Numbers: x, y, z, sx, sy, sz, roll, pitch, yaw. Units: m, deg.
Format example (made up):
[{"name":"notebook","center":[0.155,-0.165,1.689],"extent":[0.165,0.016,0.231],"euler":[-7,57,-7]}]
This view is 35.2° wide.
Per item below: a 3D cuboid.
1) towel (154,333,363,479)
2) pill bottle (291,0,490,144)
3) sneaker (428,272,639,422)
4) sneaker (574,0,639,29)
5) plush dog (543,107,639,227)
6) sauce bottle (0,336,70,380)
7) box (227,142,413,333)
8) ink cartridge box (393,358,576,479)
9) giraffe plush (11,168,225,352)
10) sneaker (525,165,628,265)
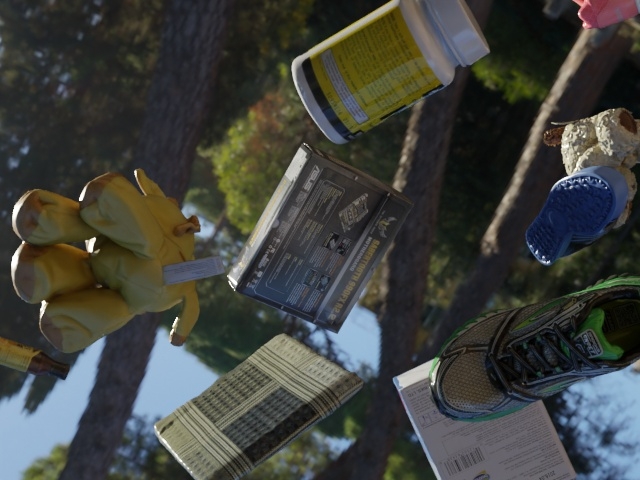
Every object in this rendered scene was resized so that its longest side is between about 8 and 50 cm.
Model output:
[{"name":"towel","center":[-0.112,0.290,1.716],"extent":[0.056,0.312,0.324],"euler":[60,164,-20]},{"name":"pill bottle","center":[0.082,-0.210,1.173],"extent":[0.119,0.208,0.119],"euler":[53,-161,-28]},{"name":"sneaker","center":[0.294,0.127,1.273],"extent":[0.146,0.344,0.134],"euler":[57,-172,-84]},{"name":"sneaker","center":[0.398,-0.447,1.532],"extent":[0.116,0.136,0.313],"euler":[44,-156,-52]},{"name":"plush dog","center":[0.568,-0.131,2.049],"extent":[0.211,0.225,0.262],"euler":[-9,174,27]},{"name":"sauce bottle","center":[-0.455,0.186,1.572],"extent":[0.128,0.042,0.042],"euler":[22,-162,-16]},{"name":"box","center":[0.000,0.000,1.459],"extent":[0.183,0.231,0.056],"euler":[24,-168,-26]},{"name":"ink cartridge box","center":[0.359,0.426,2.150],"extent":[0.151,0.270,0.395],"euler":[-63,-52,-87]},{"name":"giraffe plush","center":[-0.193,0.005,1.036],"extent":[0.210,0.181,0.170],"euler":[4,-163,1]},{"name":"sneaker","center":[0.334,-0.043,1.253],"extent":[0.081,0.090,0.232],"euler":[57,162,10]}]
